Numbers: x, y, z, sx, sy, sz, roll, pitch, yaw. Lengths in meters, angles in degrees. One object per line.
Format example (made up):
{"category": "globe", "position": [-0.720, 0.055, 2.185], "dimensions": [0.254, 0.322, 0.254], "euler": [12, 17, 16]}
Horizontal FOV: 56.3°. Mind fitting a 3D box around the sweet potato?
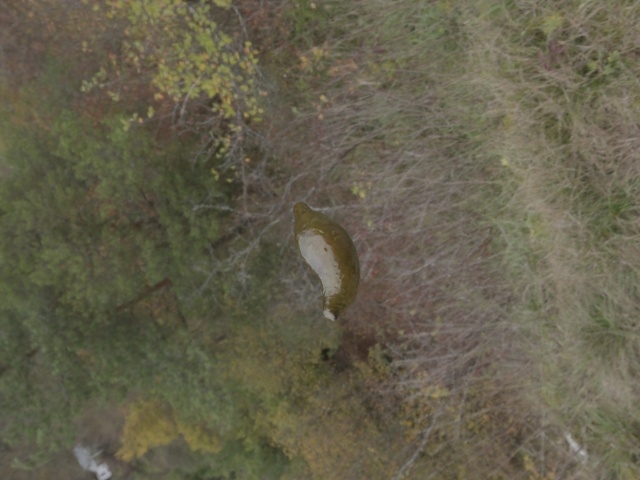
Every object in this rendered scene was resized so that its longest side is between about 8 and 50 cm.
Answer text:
{"category": "sweet potato", "position": [-0.001, -0.003, 0.677], "dimensions": [0.249, 0.060, 0.069], "euler": [-118, 16, -58]}
